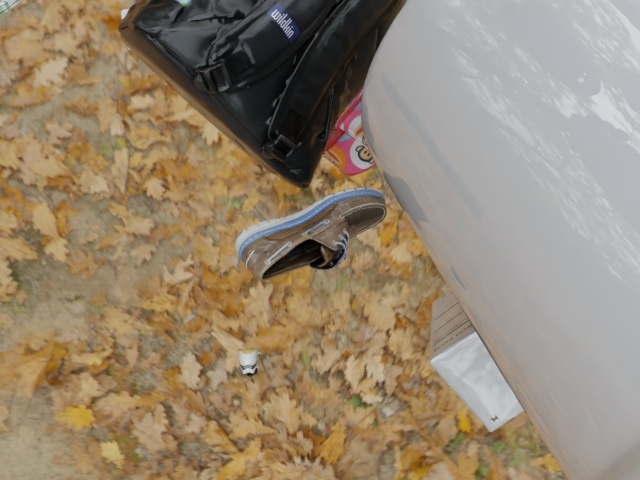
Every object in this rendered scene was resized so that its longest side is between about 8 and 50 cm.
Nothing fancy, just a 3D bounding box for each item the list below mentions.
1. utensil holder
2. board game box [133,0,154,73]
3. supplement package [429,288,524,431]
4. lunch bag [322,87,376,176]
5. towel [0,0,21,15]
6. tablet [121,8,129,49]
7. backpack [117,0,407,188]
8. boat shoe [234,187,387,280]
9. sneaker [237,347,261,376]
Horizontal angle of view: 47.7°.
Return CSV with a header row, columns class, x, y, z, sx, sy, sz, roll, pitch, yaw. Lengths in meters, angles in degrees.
class,x,y,z,sx,sy,sz,roll,pitch,yaw
utensil holder,0.245,-0.022,0.537,0.328,0.327,0.385,-22,57,-8
board game box,-0.199,-0.443,1.224,0.302,0.308,0.086,8,30,39
supplement package,0.196,0.110,0.819,0.105,0.179,0.105,-38,97,18
lunch bag,0.101,-0.268,1.227,0.120,0.258,0.293,36,110,-21
towel,-0.505,-0.392,1.156,0.152,0.023,0.113,-33,39,2
tablet,-0.232,-0.298,1.007,0.083,0.006,0.054,-17,115,-25
backpack,-0.038,-0.293,0.876,0.355,0.290,0.273,-51,35,-2
boat shoe,0.000,0.000,0.811,0.183,0.066,0.066,-22,55,-13
sneaker,-0.095,0.162,0.957,0.032,0.083,0.037,-5,80,2
